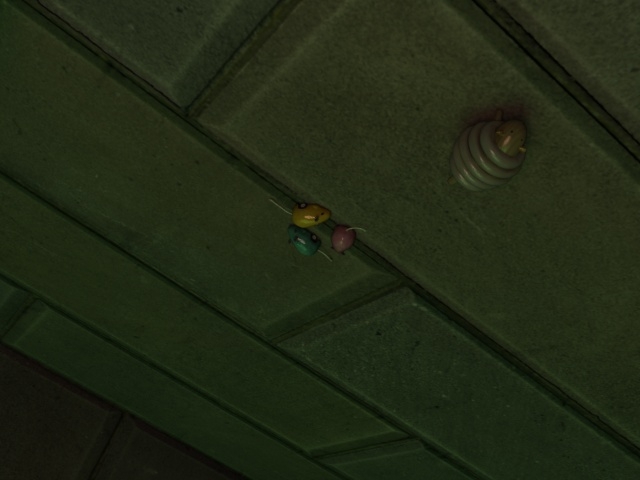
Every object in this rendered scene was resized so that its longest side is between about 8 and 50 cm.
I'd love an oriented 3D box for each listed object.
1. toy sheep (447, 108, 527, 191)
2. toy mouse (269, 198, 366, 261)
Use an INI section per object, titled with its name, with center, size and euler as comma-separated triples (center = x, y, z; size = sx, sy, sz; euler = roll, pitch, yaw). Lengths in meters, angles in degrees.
[toy sheep]
center = 0.200, -0.103, 0.822
size = 0.091, 0.091, 0.132
euler = 29, 144, -10
[toy mouse]
center = 0.000, 0.000, 1.103
size = 0.161, 0.031, 0.143
euler = 8, 142, 18
